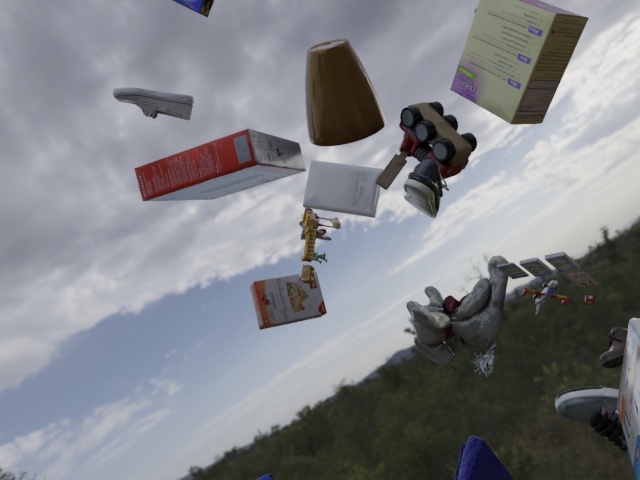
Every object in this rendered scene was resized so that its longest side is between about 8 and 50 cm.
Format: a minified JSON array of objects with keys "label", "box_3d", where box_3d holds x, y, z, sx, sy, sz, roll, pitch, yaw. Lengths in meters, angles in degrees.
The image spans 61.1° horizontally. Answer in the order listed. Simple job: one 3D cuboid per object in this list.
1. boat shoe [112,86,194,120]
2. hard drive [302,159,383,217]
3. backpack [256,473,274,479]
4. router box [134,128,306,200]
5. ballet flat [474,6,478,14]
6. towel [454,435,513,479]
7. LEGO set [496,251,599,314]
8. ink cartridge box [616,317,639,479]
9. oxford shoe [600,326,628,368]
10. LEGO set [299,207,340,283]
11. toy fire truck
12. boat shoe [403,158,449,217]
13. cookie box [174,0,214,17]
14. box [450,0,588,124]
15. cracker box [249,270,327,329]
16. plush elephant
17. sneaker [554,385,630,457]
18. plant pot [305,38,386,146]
[{"label":"boat shoe","box_3d":[-0.470,-0.379,1.516,0.226,0.076,0.083,6,5,2]},{"label":"hard drive","box_3d":[0.094,-0.215,2.247,0.307,0.203,0.040,9,-5,13]},{"label":"backpack","box_3d":[-0.127,0.615,1.219,0.101,0.120,0.098,-15,-42,-47]},{"label":"router box","box_3d":[-0.231,-0.177,1.346,0.301,0.082,0.335,-15,0,18]},{"label":"ballet flat","box_3d":[0.611,-0.737,1.776,0.316,0.106,0.107,8,6,-44]},{"label":"towel","box_3d":[0.436,0.734,1.504,0.076,0.228,0.308,-25,18,42]},{"label":"LEGO set","box_3d":[0.589,0.119,1.371,0.244,0.060,0.182,32,-32,-31]},{"label":"ink cartridge box","box_3d":[0.538,0.236,0.771,0.168,0.171,0.232,6,14,20]},{"label":"oxford shoe","box_3d":[0.876,0.311,1.595,0.227,0.096,0.083,-12,-32,-38]},{"label":"LEGO set","box_3d":[0.000,0.000,1.608,0.107,0.287,0.132,9,-51,-11]},{"label":"toy fire truck","box_3d":[0.280,-0.232,1.525,0.158,0.217,0.246,-20,-31,-31]},{"label":"boat shoe","box_3d":[0.237,-0.117,1.229,0.079,0.095,0.254,-59,-20,-2]},{"label":"cookie box","box_3d":[-0.258,-0.535,1.121,0.107,0.091,0.040,-64,-12,16]},{"label":"box","box_3d":[0.445,-0.422,1.246,0.117,0.213,0.243,-9,-52,-32]},{"label":"cracker box","box_3d":[-0.108,0.201,1.842,0.232,0.156,0.067,-9,-16,-24]},{"label":"plush elephant","box_3d":[0.379,0.222,1.554,0.272,0.255,0.330,83,-156,-46]},{"label":"sneaker","box_3d":[0.683,0.439,1.200,0.295,0.178,0.124,7,-51,10]},{"label":"plant pot","box_3d":[0.050,-0.433,1.554,0.237,0.237,0.254,-25,-59,-16]}]
